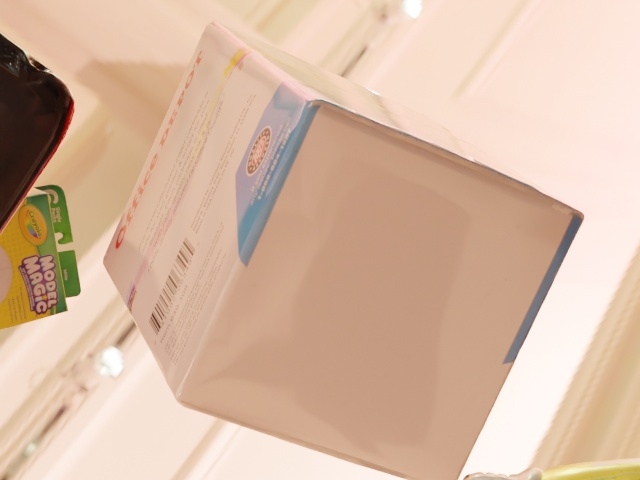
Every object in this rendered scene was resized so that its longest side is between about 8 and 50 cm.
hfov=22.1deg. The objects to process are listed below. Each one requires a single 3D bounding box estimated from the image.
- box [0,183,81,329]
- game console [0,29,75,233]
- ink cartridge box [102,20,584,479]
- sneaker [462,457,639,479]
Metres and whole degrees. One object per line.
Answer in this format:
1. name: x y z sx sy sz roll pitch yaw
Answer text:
1. box: -0.275 0.023 1.303 0.179 0.043 0.105 -17 -72 -30
2. game console: -0.394 -0.072 1.100 0.386 0.342 0.060 38 -160 5
3. ink cartridge box: 0.000 0.000 1.080 0.197 0.198 0.270 21 -170 -22
4. sneaker: 0.117 0.163 0.523 0.081 0.094 0.208 -60 -50 -77
